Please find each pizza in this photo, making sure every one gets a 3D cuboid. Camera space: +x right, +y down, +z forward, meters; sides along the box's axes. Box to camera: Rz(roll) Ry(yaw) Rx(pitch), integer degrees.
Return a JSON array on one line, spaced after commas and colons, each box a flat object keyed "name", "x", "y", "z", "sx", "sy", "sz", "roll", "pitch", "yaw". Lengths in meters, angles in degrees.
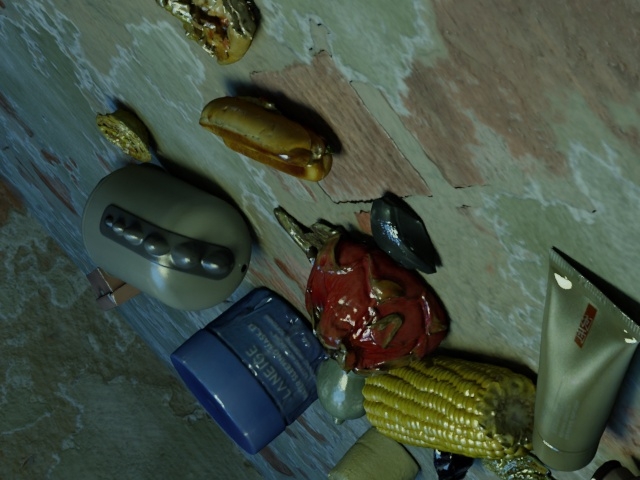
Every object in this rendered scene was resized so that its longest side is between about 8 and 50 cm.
[{"name": "pizza", "x": -0.159, "y": -0.299, "z": 1.442, "sx": 0.226, "sy": 0.069, "sz": 0.147, "roll": 54, "pitch": 163, "yaw": -22}]

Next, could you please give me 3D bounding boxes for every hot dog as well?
[{"name": "hot dog", "x": -0.073, "y": -0.143, "z": 1.587, "sx": 0.104, "sy": 0.076, "sz": 0.250, "roll": 35, "pitch": 176, "yaw": -38}]

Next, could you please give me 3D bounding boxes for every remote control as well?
[{"name": "remote control", "x": 0.219, "y": 0.346, "z": 1.948, "sx": 0.066, "sy": 0.090, "sz": 0.266, "roll": 18, "pitch": 165, "yaw": 13}]

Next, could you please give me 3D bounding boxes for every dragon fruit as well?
[{"name": "dragon fruit", "x": 0.051, "y": 0.116, "z": 1.703, "sx": 0.224, "sy": 0.148, "sz": 0.218, "roll": 43, "pitch": 159, "yaw": -9}]

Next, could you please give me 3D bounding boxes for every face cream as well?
[{"name": "face cream", "x": -0.122, "y": 0.238, "z": 2.278, "sx": 0.249, "sy": 0.225, "sz": 0.249, "roll": 44, "pitch": 164, "yaw": 16}, {"name": "face cream", "x": 0.295, "y": 0.152, "z": 1.389, "sx": 0.137, "sy": 0.084, "sz": 0.341, "roll": 47, "pitch": 158, "yaw": 31}]

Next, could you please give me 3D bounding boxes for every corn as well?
[{"name": "corn", "x": 0.180, "y": 0.229, "z": 1.714, "sx": 0.144, "sy": 0.144, "sz": 0.387, "roll": 50, "pitch": 158, "yaw": -12}]

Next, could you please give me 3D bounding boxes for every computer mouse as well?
[{"name": "computer mouse", "x": 0.100, "y": 0.001, "z": 1.538, "sx": 0.079, "sy": 0.047, "sz": 0.135, "roll": 25, "pitch": 154, "yaw": 52}]

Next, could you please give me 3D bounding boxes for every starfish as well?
[{"name": "starfish", "x": 0.299, "y": 0.354, "z": 1.879, "sx": 0.217, "sy": 0.050, "sz": 0.223, "roll": 46, "pitch": 169, "yaw": -23}]

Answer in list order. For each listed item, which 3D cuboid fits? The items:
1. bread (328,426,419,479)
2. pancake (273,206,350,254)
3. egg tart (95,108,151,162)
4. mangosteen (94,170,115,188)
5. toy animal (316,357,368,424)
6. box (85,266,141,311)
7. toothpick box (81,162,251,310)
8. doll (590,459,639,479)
[{"name": "bread", "x": 0.102, "y": 0.459, "z": 2.384, "sx": 0.134, "sy": 0.141, "sz": 0.148, "roll": 43, "pitch": 162, "yaw": 6}, {"name": "pancake", "x": 0.000, "y": 0.000, "z": 1.811, "sx": 0.184, "sy": 0.020, "sz": 0.190, "roll": 45, "pitch": 162, "yaw": 7}, {"name": "egg tart", "x": -0.335, "y": -0.187, "z": 2.121, "sx": 0.129, "sy": 0.049, "sz": 0.129, "roll": 36, "pitch": 163, "yaw": 13}, {"name": "mangosteen", "x": -0.369, "y": -0.070, "z": 2.362, "sx": 0.151, "sy": 0.137, "sz": 0.137, "roll": 16, "pitch": -175, "yaw": -39}, {"name": "toy animal", "x": 0.063, "y": 0.200, "z": 1.966, "sx": 0.108, "sy": 0.138, "sz": 0.236, "roll": 16, "pitch": 147, "yaw": -4}, {"name": "box", "x": -0.346, "y": 0.047, "z": 2.391, "sx": 0.086, "sy": 0.215, "sz": 0.215, "roll": 58, "pitch": 163, "yaw": -4}, {"name": "toothpick box", "x": -0.260, "y": -0.001, "z": 2.076, "sx": 0.316, "sy": 0.229, "sz": 0.229, "roll": 24, "pitch": 152, "yaw": 49}, {"name": "doll", "x": 0.434, "y": 0.369, "z": 1.455, "sx": 0.257, "sy": 0.117, "sz": 0.182, "roll": 29, "pitch": 149, "yaw": 48}]
